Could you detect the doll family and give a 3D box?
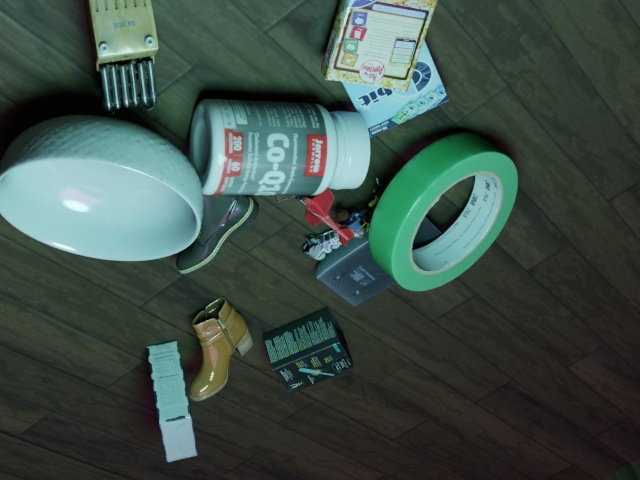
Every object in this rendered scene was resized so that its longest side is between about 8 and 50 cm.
[{"bbox_3d":[0.110,-0.062,2.061,0.193,0.076,0.111,-45,156,12],"label":"doll family"}]

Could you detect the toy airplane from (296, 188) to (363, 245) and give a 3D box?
[{"bbox_3d":[0.013,-0.041,2.022,0.028,0.151,0.151,-55,151,-27],"label":"toy airplane"}]

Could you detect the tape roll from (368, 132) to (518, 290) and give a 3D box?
[{"bbox_3d":[0.239,-0.051,2.050,0.321,0.077,0.321,-28,141,-25],"label":"tape roll"}]

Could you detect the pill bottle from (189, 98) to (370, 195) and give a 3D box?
[{"bbox_3d":[-0.069,-0.156,1.812,0.283,0.161,0.161,-1,138,-22],"label":"pill bottle"}]

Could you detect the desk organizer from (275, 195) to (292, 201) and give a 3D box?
[{"bbox_3d":[-0.030,-0.122,1.963,0.130,0.047,0.050,-19,139,-2],"label":"desk organizer"}]

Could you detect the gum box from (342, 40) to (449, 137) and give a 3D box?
[{"bbox_3d":[0.123,-0.279,1.846,0.157,0.041,0.184,-26,142,6],"label":"gum box"}]

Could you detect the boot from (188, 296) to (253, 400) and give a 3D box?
[{"bbox_3d":[-0.233,0.224,2.220,0.197,0.073,0.152,-52,140,-24],"label":"boot"}]

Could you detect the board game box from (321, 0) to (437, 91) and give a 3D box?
[{"bbox_3d":[0.096,-0.343,1.713,0.146,0.045,0.194,7,124,-17],"label":"board game box"}]

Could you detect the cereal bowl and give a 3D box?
[{"bbox_3d":[-0.353,-0.101,1.734,0.338,0.141,0.339,3,152,2],"label":"cereal bowl"}]

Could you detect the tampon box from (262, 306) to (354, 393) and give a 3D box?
[{"bbox_3d":[-0.026,0.244,2.351,0.161,0.101,0.120,-22,141,4],"label":"tampon box"}]

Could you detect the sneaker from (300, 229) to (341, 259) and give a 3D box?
[{"bbox_3d":[0.000,0.000,2.125,0.069,0.038,0.098,19,127,-39],"label":"sneaker"}]

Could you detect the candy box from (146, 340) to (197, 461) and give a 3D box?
[{"bbox_3d":[-0.316,0.342,2.266,0.070,0.196,0.165,-10,141,-9],"label":"candy box"}]

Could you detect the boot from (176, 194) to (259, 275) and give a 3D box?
[{"bbox_3d":[-0.229,-0.036,1.970,0.198,0.077,0.137,-45,132,10],"label":"boot"}]

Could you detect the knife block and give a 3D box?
[{"bbox_3d":[-0.304,-0.330,1.587,0.088,0.242,0.276,-10,96,-14],"label":"knife block"}]

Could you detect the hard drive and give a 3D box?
[{"bbox_3d":[0.127,0.027,2.199,0.254,0.054,0.172,-33,140,15],"label":"hard drive"}]
